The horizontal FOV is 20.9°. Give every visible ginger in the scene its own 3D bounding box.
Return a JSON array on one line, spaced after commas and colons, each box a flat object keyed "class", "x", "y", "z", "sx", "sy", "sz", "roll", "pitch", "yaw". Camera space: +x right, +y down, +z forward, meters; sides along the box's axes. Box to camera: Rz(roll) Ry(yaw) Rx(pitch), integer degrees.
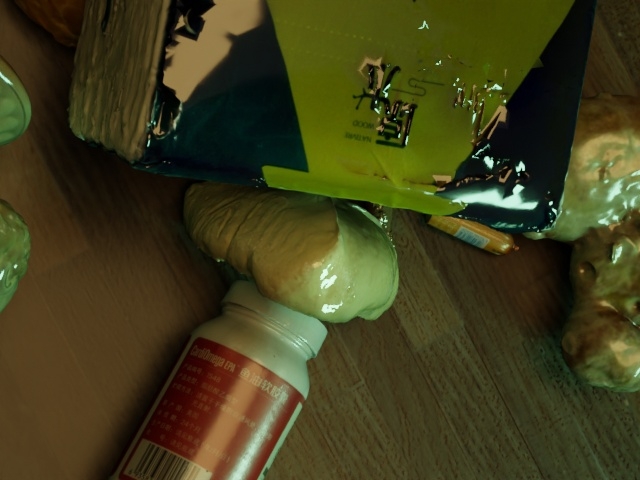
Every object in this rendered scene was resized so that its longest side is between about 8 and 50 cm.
[{"class": "ginger", "x": 0.315, "y": -0.002, "z": 1.793, "sx": 0.244, "sy": 0.155, "sz": 0.304, "roll": -19, "pitch": 90, "yaw": -13}]

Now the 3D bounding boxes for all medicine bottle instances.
[{"class": "medicine bottle", "x": -0.097, "y": 0.171, "z": 1.654, "sx": 0.131, "sy": 0.131, "sz": 0.250, "roll": 33, "pitch": 75, "yaw": -12}]

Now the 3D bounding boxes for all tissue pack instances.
[{"class": "tissue pack", "x": 0.014, "y": -0.168, "z": 1.547, "sx": 0.416, "sy": 0.253, "sz": 0.264, "roll": 10, "pitch": 94, "yaw": -26}]

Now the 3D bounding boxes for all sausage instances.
[{"class": "sausage", "x": 0.160, "y": -0.011, "z": 1.811, "sx": 0.107, "sy": 0.031, "sz": 0.031, "roll": 25, "pitch": 77, "yaw": -15}]

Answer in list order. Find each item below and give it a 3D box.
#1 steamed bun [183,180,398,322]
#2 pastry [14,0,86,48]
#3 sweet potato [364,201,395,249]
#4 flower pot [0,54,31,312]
[{"class": "steamed bun", "x": -0.004, "y": 0.004, "z": 1.656, "sx": 0.231, "sy": 0.212, "sz": 0.110, "roll": 19, "pitch": 100, "yaw": -18}, {"class": "pastry", "x": -0.201, "y": -0.325, "z": 1.660, "sx": 0.237, "sy": 0.170, "sz": 0.256, "roll": -32, "pitch": 90, "yaw": -20}, {"class": "sweet potato", "x": 0.040, "y": -0.096, "z": 1.765, "sx": 0.068, "sy": 0.068, "sz": 0.226, "roll": -22, "pitch": 91, "yaw": -19}, {"class": "flower pot", "x": -0.387, "y": -0.058, "z": 1.515, "sx": 0.307, "sy": 0.307, "sz": 0.244, "roll": 25, "pitch": 63, "yaw": -14}]
